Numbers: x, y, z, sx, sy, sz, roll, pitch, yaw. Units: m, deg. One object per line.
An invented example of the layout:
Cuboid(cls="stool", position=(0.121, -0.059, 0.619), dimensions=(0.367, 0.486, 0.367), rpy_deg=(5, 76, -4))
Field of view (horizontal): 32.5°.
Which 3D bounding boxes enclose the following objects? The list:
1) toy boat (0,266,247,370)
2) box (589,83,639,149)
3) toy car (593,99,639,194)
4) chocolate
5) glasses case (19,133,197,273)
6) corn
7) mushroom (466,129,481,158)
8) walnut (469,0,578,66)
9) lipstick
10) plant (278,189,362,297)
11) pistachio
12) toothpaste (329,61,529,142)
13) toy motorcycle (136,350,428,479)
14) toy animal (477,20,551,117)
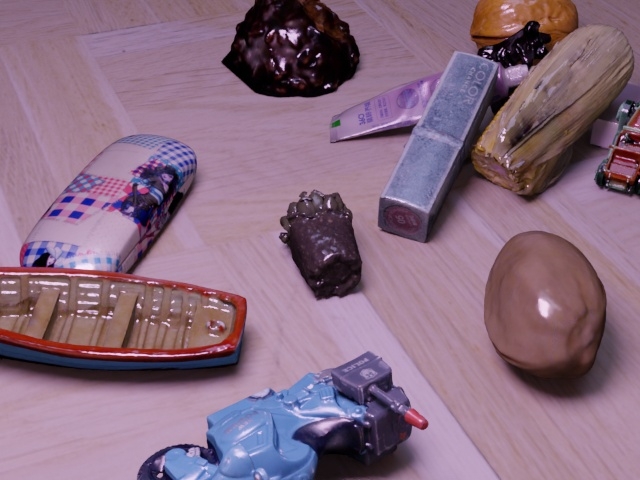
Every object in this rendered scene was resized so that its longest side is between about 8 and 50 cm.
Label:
Cuboid(cls="toy boat", position=(-0.278, 0.089, 1.208), dimensions=(0.392, 0.079, 0.136), rpy_deg=(4, 38, 2))
Cuboid(cls="box", position=(0.482, -0.172, 1.619), dimensions=(0.129, 0.051, 0.130), rpy_deg=(19, 39, 23))
Cuboid(cls="toy car", position=(0.431, -0.131, 1.518), dimensions=(0.073, 0.054, 0.143), rpy_deg=(18, 71, 20))
Cuboid(cls="chocolate", position=(-0.038, -0.355, 1.754), dimensions=(0.206, 0.177, 0.224), rpy_deg=(-18, 41, -25))
Cuboid(cls="glasses case", position=(-0.262, -0.041, 1.391), dimensions=(0.125, 0.076, 0.327), rpy_deg=(12, 37, 12))
Cuboid(cls="corn", position=(0.325, -0.183, 1.523), dimensions=(0.122, 0.123, 0.305), rpy_deg=(37, 67, 10))
Cuboid(cls="mushroom", position=(0.188, -0.151, 1.567), dimensions=(0.084, 0.067, 0.083), rpy_deg=(3, 23, -1))
Cuboid(cls="walnut", position=(0.329, -0.351, 1.784), dimensions=(0.180, 0.144, 0.144), rpy_deg=(-6, 36, -4))
Cuboid(cls="lipstick", position=(0.161, -0.133, 1.463), dimensions=(0.078, 0.076, 0.289), rpy_deg=(19, 58, 14))
Cuboid(cls="plant", position=(0.000, 0.000, 1.338), dimensions=(0.095, 0.092, 0.143), rpy_deg=(-12, 43, -5))
Cuboid(cls="pistachio", position=(0.248, 0.069, 1.222), dimensions=(0.136, 0.135, 0.226), rpy_deg=(1, 30, -1))
Cuboid(cls="toothpaste", position=(0.157, -0.204, 1.609), dimensions=(0.301, 0.048, 0.075), rpy_deg=(-14, 61, 10))
Cuboid(cls="toy motorcycle", position=(-0.024, 0.198, 1.033), dimensions=(0.272, 0.123, 0.182), rpy_deg=(-23, 32, -29))
Cuboid(cls="toy animal", position=(0.302, -0.217, 1.676), dimensions=(0.121, 0.117, 0.210), rpy_deg=(-19, 47, 36))
